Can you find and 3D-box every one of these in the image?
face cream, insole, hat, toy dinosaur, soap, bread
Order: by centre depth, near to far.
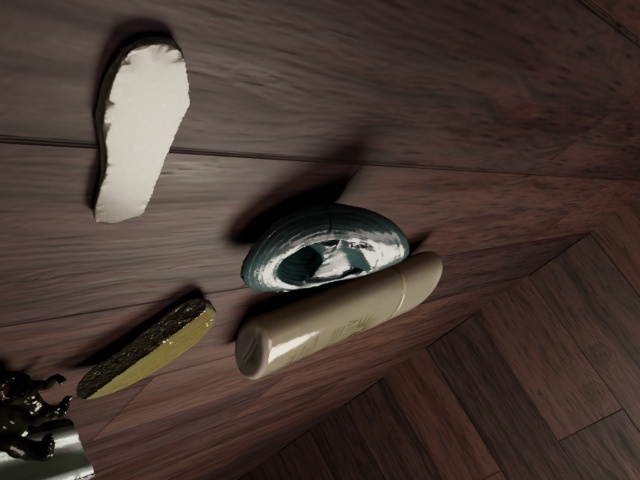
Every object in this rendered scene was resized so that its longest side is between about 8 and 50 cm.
[{"bbox_3d":[-0.130,-0.069,0.438,0.063,0.010,0.192,-16,156,-34],"label":"insole"},{"bbox_3d":[-0.376,0.180,0.683,0.179,0.087,0.187,15,126,-13],"label":"toy dinosaur"},{"bbox_3d":[0.000,0.000,0.705,0.191,0.077,0.138,-9,149,-4],"label":"hat"},{"bbox_3d":[-0.206,0.133,0.784,0.193,0.036,0.112,-36,165,4],"label":"bread"},{"bbox_3d":[-0.447,0.328,0.821,0.150,0.094,0.261,-39,159,20],"label":"soap"},{"bbox_3d":[0.034,0.119,1.018,0.349,0.081,0.173,-18,157,-30],"label":"face cream"}]
